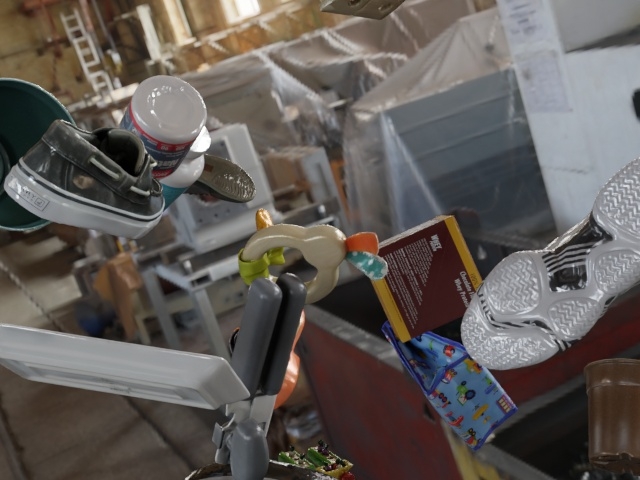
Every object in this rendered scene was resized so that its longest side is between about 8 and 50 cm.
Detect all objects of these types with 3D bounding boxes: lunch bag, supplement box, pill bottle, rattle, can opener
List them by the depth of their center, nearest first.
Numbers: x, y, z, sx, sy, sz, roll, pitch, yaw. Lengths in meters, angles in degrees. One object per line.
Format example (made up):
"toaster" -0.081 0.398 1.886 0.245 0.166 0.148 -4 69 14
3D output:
"can opener" -0.067 0.181 1.076 0.076 0.283 0.095 -6 33 -37
"rattle" 0.000 0.000 1.128 0.200 0.130 0.143 -25 14 26
"pill bottle" -0.245 -0.151 1.278 0.108 0.108 0.180 -27 -9 -35
"pill bottle" -0.324 -0.137 1.684 0.264 0.146 0.146 -37 0 37
"supplement box" 0.207 0.073 1.746 0.194 0.191 0.129 -24 3 -1
"lunch bag" 0.261 0.291 1.935 0.138 0.221 0.293 -43 30 -5

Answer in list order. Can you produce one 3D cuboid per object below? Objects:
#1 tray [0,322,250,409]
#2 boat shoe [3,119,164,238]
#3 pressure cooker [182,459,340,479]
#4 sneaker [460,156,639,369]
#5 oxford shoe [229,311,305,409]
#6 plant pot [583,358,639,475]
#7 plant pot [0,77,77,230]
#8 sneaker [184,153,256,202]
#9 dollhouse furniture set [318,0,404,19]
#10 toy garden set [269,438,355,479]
"tray" -0.214 0.132 0.883 0.270 0.030 0.145 7 -22 10
"boat shoe" -0.260 -0.080 1.098 0.119 0.121 0.335 -51 -5 7
"pressure cooker" -0.094 0.576 1.260 0.376 0.370 0.420 -7 45 21
"sneaker" 0.360 0.042 1.149 0.366 0.137 0.210 -45 -24 19
"oxford shoe" -0.091 0.150 1.422 0.097 0.098 0.271 -47 23 22
"plant pot" 0.537 0.312 1.513 0.167 0.167 0.165 -8 56 38
"plant pot" -0.648 -0.158 1.720 0.196 0.293 0.293 -4 19 43
"sneaker" -0.254 -0.133 1.971 0.118 0.222 0.083 120 174 -62
"dollhouse furniture set" 0.086 -0.426 1.251 0.129 0.129 0.184 -4 -18 -40
"toy garden set" -0.063 0.460 1.773 0.244 0.049 0.204 -4 5 -23
